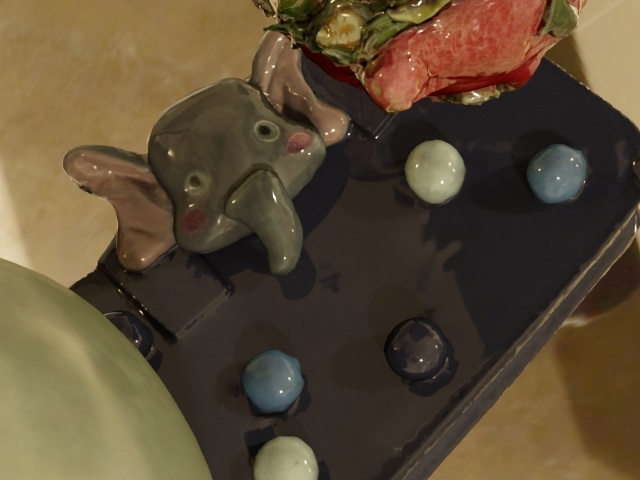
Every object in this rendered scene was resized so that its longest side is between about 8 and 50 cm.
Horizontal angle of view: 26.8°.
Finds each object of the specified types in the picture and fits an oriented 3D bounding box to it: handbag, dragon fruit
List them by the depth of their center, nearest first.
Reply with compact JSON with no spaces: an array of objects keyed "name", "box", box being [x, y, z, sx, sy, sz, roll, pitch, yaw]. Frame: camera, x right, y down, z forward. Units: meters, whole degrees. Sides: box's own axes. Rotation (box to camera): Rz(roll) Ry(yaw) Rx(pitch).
[{"name":"dragon fruit","box":[0.016,-0.165,0.614,0.200,0.198,0.269,-29,54,-33]},{"name":"handbag","box":[0.000,0.000,0.782,0.269,0.118,0.326,39,82,19]}]

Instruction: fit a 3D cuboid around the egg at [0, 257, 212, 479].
[{"name":"egg","box":[-0.166,0.164,0.621,0.258,0.258,0.352,-8,52,-19]}]
